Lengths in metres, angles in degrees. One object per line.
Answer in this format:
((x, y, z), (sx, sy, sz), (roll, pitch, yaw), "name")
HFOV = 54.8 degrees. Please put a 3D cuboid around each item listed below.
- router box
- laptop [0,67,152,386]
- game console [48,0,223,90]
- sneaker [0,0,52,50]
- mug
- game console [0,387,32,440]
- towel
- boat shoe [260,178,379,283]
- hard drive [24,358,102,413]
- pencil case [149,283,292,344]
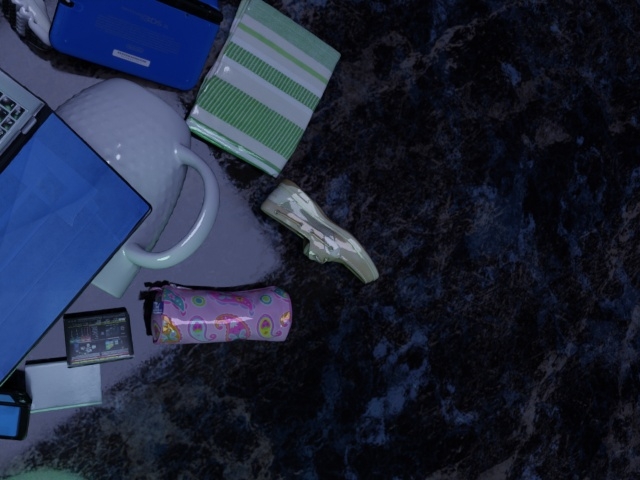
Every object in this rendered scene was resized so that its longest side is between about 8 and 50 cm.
((-0.428, 0.191, 1.193), (0.122, 0.038, 0.092), (-5, 76, -23), "router box")
((-0.529, -0.054, 0.830), (0.382, 0.236, 0.408), (-49, 127, 0), "laptop")
((-0.355, -0.467, 1.192), (0.293, 0.173, 0.250), (10, 118, -38), "game console")
((-0.542, -0.491, 1.109), (0.118, 0.110, 0.292), (-32, 104, -28), "sneaker")
((-0.345, -0.087, 1.072), (0.374, 0.276, 0.328), (24, 75, 21), "mug")
((-0.594, 0.310, 1.111), (0.122, 0.107, 0.071), (8, 60, -11), "game console")
((-0.122, -0.328, 1.326), (0.248, 0.038, 0.324), (28, 79, -23), "towel")
((0.000, 0.000, 1.351), (0.302, 0.109, 0.098), (44, 81, -12), "boat shoe")
((-0.494, 0.277, 1.188), (0.135, 0.022, 0.094), (-3, 93, -23), "hard drive")
((-0.204, 0.150, 1.258), (0.284, 0.124, 0.124), (3, 90, -22), "pencil case")
